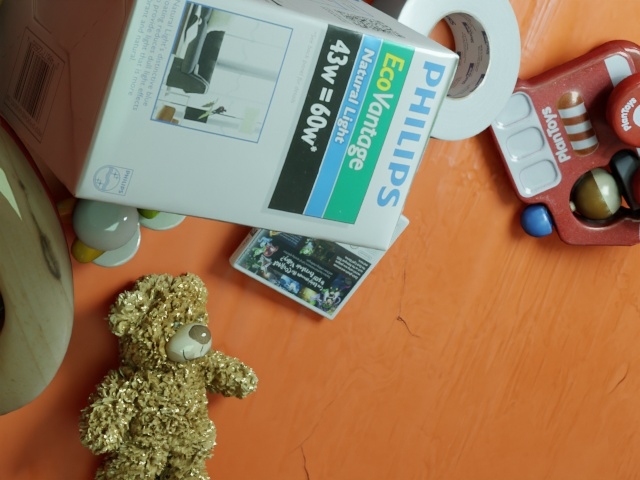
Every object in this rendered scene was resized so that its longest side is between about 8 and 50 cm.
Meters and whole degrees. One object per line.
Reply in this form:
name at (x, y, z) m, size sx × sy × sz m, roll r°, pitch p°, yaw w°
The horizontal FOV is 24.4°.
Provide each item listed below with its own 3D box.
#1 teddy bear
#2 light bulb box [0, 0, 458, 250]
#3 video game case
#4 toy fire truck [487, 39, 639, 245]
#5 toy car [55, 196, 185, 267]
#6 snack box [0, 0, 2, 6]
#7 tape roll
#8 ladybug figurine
teddy bear at (-0.194, 0.213, 1.870) m, size 0.245 × 0.113 × 0.338 m, roll 16°, pitch 98°, yaw -34°
light bulb box at (-0.117, -0.177, 1.552) m, size 0.361 × 0.358 × 0.225 m, roll 10°, pitch 107°, yaw -31°
video game case at (0.000, 0.000, 1.926) m, size 0.190 × 0.022 × 0.173 m, roll 31°, pitch 102°, yaw -39°
toy fire truck at (0.377, -0.120, 2.057) m, size 0.254 × 0.169 × 0.302 m, roll -22°, pitch 117°, yaw 6°
toy car at (-0.239, -0.061, 1.752) m, size 0.182 × 0.159 × 0.136 m, roll -37°, pitch 83°, yaw -13°
snack box at (-0.453, -0.319, 1.577) m, size 0.207 × 0.070 × 0.174 m, roll -10°, pitch 111°, yaw -26°
tape roll at (0.155, -0.240, 1.908) m, size 0.219 × 0.072 × 0.219 m, roll -7°, pitch 102°, yaw -35°
ladybug figurine at (-0.413, -0.005, 1.612) m, size 0.305 × 0.162 × 0.449 m, roll -4°, pitch 121°, yaw 13°
